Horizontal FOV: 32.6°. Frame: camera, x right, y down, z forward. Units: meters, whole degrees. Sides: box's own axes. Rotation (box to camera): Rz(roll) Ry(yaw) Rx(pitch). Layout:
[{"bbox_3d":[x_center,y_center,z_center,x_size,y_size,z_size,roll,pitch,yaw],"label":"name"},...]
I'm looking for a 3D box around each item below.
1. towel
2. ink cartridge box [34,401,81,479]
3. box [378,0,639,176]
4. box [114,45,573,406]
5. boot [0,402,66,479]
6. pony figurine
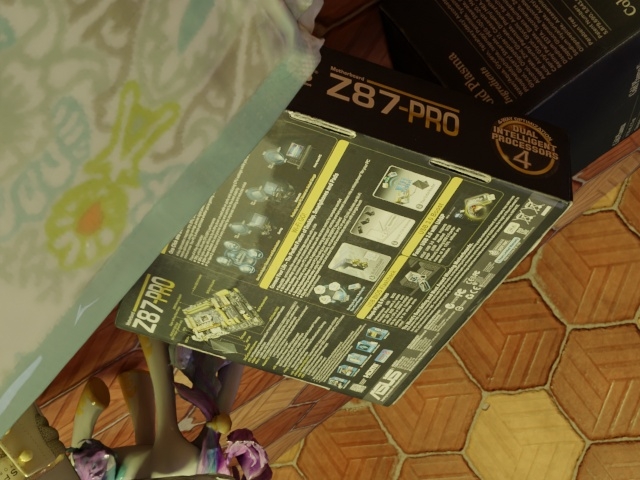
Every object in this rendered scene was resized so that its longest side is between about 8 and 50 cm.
[{"bbox_3d":[-0.179,-0.065,0.417,0.374,0.090,0.320,-50,141,-13],"label":"towel"},{"bbox_3d":[-0.401,0.272,1.106,0.278,0.201,0.117,-37,163,5],"label":"ink cartridge box"},{"bbox_3d":[0.250,-0.201,1.144,0.312,0.179,0.343,-36,163,-2],"label":"box"},{"bbox_3d":[0.000,0.000,1.026,0.318,0.097,0.395,15,143,-12],"label":"box"},{"bbox_3d":[-0.300,0.116,0.839,0.095,0.203,0.262,-33,171,3],"label":"boot"},{"bbox_3d":[-0.167,0.272,1.272,0.351,0.364,0.302,-24,139,32],"label":"pony figurine"}]
